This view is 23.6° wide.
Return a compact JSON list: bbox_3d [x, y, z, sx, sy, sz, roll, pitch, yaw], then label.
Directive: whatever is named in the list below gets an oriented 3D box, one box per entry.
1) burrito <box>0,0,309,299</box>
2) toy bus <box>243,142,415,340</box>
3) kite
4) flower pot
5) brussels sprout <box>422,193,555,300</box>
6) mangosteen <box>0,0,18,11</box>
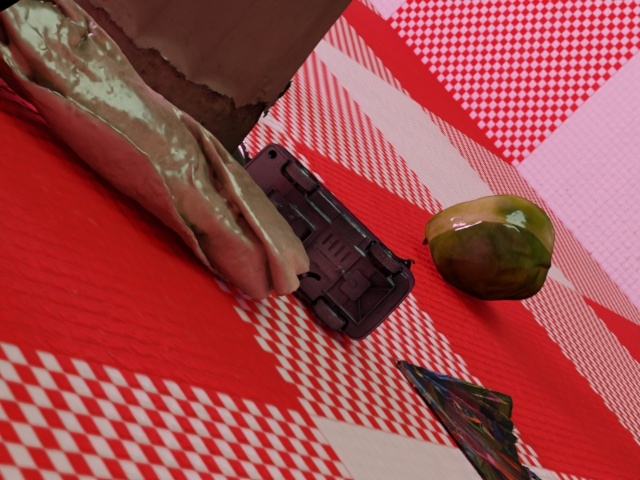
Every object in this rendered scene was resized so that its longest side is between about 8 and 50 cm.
[{"bbox_3d":[-0.156,-0.094,1.160,0.392,0.076,0.117,43,17,-17],"label":"burrito"},{"bbox_3d":[0.000,0.000,1.342,0.178,0.087,0.098,45,7,4],"label":"toy bus"},{"bbox_3d":[0.153,0.179,1.427,0.234,0.016,0.321,42,13,-15],"label":"kite"},{"bbox_3d":[-0.090,-0.226,1.364,0.290,0.259,0.290,44,12,-12],"label":"flower pot"},{"bbox_3d":[0.216,0.013,1.878,0.183,0.145,0.131,19,56,-52],"label":"brussels sprout"},{"bbox_3d":[-0.266,-0.239,0.939,0.233,0.287,0.287,-1,30,-13],"label":"mangosteen"}]
